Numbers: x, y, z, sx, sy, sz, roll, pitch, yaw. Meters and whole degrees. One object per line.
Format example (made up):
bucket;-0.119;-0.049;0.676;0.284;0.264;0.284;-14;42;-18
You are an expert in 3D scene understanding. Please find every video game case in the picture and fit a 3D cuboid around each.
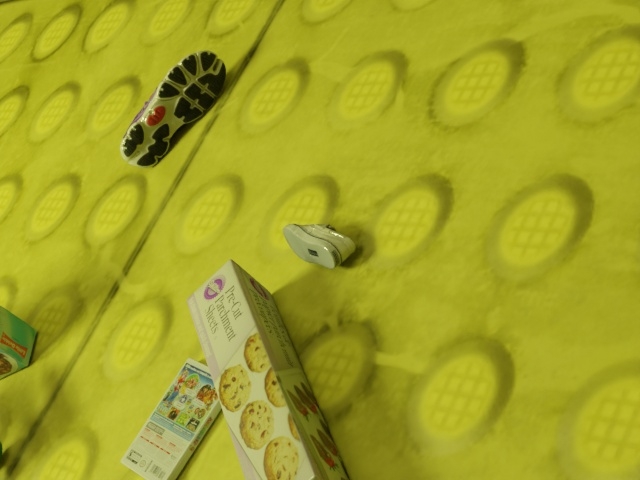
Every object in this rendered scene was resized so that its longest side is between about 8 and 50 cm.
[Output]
video game case;-0.136;0.175;1.318;0.087;0.011;0.122;16;70;55

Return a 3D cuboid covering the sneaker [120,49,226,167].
sneaker;-0.187;-0.167;1.670;0.170;0.068;0.071;-45;28;8

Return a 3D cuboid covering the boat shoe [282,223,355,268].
boat shoe;0.000;0.000;1.319;0.035;0.035;0.100;-30;23;-22

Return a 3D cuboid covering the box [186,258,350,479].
box;-0.048;0.136;1.206;0.067;0.063;0.324;-41;34;11

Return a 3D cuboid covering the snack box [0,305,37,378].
snack box;-0.514;0.131;1.641;0.322;0.187;0.060;-25;40;33

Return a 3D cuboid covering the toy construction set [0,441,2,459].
toy construction set;-0.497;0.207;1.552;0.309;0.257;0.237;-23;24;3
